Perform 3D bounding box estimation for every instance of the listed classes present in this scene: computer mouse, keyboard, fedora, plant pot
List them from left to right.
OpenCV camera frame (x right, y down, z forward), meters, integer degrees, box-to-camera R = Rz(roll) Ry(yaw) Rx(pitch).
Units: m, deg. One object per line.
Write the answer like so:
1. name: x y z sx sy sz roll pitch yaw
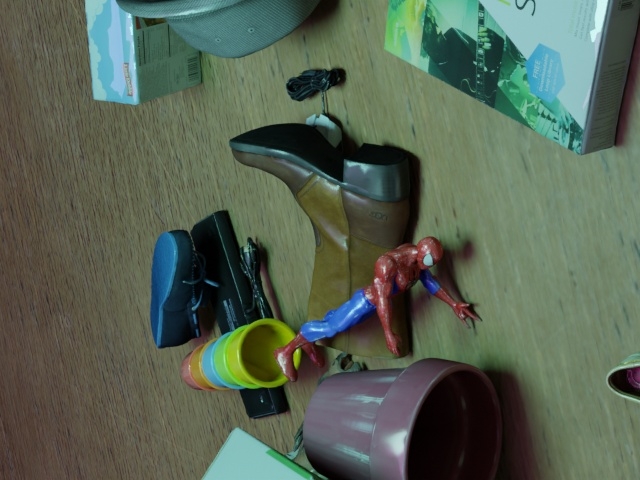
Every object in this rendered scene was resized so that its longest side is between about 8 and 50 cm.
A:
1. fedora: -0.107 -0.313 1.740 0.275 0.244 0.124 -14 125 21
2. keyboard: -0.109 0.107 2.065 0.201 0.033 0.317 -24 83 63
3. computer mouse: -0.002 -0.126 1.800 0.106 0.042 0.193 7 108 54
4. plant pot: 0.087 0.231 1.632 0.180 0.201 0.201 5 108 39

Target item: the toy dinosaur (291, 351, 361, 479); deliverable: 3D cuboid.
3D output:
1. toy dinosaur: -0.007 0.308 1.826 0.200 0.295 0.127 24 152 52

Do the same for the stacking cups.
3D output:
1. stacking cups: -0.125 0.171 2.017 0.316 0.096 0.096 -19 87 68

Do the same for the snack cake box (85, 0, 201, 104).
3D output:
1. snack cake box: -0.256 -0.339 1.975 0.089 0.152 0.264 10 112 32

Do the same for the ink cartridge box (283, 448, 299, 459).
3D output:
1. ink cartridge box: -0.032 0.351 1.953 0.099 0.135 0.056 34 132 46

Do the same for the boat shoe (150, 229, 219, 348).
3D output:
1. boat shoe: -0.209 0.066 2.111 0.258 0.089 0.109 109 151 -55

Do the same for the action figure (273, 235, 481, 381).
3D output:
1. action figure: 0.075 0.105 1.673 0.139 0.091 0.280 52 128 11

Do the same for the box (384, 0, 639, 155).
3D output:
1. box: 0.194 -0.257 1.444 0.322 0.058 0.232 37 131 44

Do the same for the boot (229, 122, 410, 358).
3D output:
1. boot: 0.000 0.000 1.777 0.264 0.096 0.280 12 119 23

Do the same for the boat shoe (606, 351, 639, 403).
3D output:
1. boat shoe: 0.354 0.147 1.366 0.170 0.059 0.063 0 103 56

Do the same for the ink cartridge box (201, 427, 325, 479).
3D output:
1. ink cartridge box: 0.017 0.357 1.600 0.121 0.289 0.211 -58 27 -9
